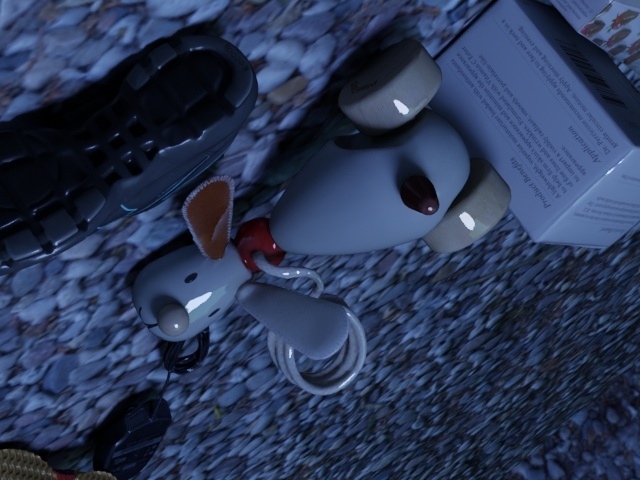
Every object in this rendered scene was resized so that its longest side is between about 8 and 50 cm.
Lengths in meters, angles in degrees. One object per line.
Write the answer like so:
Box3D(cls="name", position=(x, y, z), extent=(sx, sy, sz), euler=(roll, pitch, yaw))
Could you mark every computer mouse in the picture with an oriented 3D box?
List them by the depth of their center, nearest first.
Box3D(cls="computer mouse", position=(-0.165, 0.147, 1.701), extent=(0.071, 0.041, 0.242), euler=(-13, 143, -44))

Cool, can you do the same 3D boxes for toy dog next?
Box3D(cls="toy dog", position=(0.000, 0.000, 1.408), extent=(0.333, 0.220, 0.161), euler=(-53, -169, 21))

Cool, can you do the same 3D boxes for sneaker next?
Box3D(cls="sneaker", position=(-0.157, -0.036, 1.205), extent=(0.267, 0.101, 0.106), euler=(-29, 161, -18))
Box3D(cls="sneaker", position=(-0.275, 0.240, 1.670), extent=(0.084, 0.069, 0.185), euler=(-13, 155, 34))

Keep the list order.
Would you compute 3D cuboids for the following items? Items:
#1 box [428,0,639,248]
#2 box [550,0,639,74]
Box3D(cls="box", position=(0.205, -0.098, 1.529), extent=(0.119, 0.181, 0.182), euler=(-43, 159, 21))
Box3D(cls="box", position=(0.283, -0.197, 1.608), extent=(0.063, 0.067, 0.324), euler=(-42, 158, 16))
